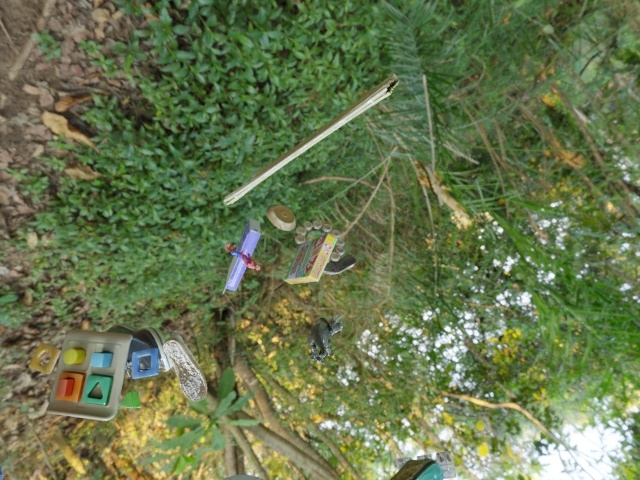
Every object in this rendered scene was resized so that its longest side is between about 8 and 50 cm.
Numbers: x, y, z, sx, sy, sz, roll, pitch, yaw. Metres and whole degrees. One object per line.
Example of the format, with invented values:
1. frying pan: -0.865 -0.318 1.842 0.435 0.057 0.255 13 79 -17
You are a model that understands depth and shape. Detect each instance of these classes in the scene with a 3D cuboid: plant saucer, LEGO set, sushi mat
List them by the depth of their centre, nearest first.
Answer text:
1. sushi mat: -0.017 -0.161 0.650 0.317 0.019 0.151 -29 -163 26
2. plant saucer: -0.094 -0.062 0.998 0.015 0.083 0.083 -47 170 36
3. LEGO set: 0.347 0.803 1.244 0.183 0.244 0.060 -6 152 -5

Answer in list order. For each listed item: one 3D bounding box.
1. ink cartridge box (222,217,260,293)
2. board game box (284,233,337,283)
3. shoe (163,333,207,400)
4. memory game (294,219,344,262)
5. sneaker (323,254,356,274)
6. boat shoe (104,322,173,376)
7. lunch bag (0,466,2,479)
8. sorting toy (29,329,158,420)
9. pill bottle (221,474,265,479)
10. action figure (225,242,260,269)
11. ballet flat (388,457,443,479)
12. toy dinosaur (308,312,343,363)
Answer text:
1. ink cartridge box: -0.246 0.049 1.266 0.208 0.045 0.206 -114 -132 -72
2. board game box: -0.037 0.058 1.112 0.124 0.039 0.259 -65 -167 -16
3. shoe: -0.396 0.376 1.192 0.077 0.218 0.058 -21 -167 -5
4. memory game: 0.000 0.000 1.369 0.186 0.186 0.012 -33 162 -42
5. sneaker: 0.058 0.104 1.500 0.189 0.066 0.071 -10 150 -45
6. boat shoe: -0.746 0.438 1.587 0.501 0.186 0.156 0 -163 40
7. lunch bag: -0.758 0.527 0.789 0.219 0.175 0.090 -5 -179 -1
8. sorting toy: -0.557 0.313 0.947 0.349 0.195 0.047 1 161 11
9. pill bottle: -0.200 0.749 0.914 0.204 0.205 0.360 -24 126 -66
10. action figure: -0.194 0.042 1.019 0.030 0.115 0.038 -54 152 1
11. ballet flat: 0.204 0.723 1.114 0.349 0.123 0.123 -14 159 -38
12. toy dinosaur: -0.003 0.384 1.564 0.121 0.160 0.314 -2 178 18
